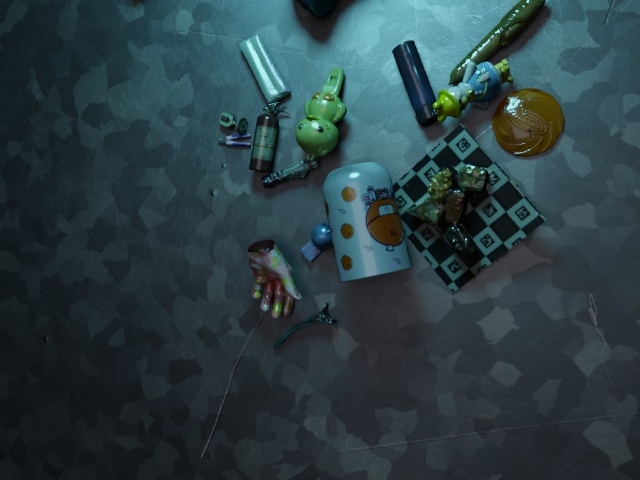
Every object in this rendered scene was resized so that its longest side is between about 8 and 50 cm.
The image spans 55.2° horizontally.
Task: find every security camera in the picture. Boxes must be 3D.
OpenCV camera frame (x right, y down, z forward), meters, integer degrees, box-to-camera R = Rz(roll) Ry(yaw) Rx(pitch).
[{"bbox_3d":[-0.283,-0.376,1.951,0.092,0.058,0.058,20,96,23],"label":"security camera"}]

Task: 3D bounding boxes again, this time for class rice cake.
[{"bbox_3d":[-0.175,-0.539,1.920,0.080,0.042,0.222,-29,83,15],"label":"rice cake"}]

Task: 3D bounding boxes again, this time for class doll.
[{"bbox_3d":[0.419,-0.417,1.713,0.241,0.135,0.099,-34,68,-3],"label":"doll"}]

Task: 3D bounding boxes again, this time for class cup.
[{"bbox_3d":[0.125,-0.053,1.759,0.212,0.212,0.317,-14,86,15],"label":"cup"}]

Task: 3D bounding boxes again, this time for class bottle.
[{"bbox_3d":[0.279,-0.454,1.782,0.082,0.072,0.244,-26,82,50],"label":"bottle"}]

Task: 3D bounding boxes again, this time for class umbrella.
[{"bbox_3d":[-0.092,-0.207,1.903,0.188,0.046,0.050,-19,104,12],"label":"umbrella"}]

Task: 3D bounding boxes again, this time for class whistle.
[{"bbox_3d":[0.003,-0.382,1.827,0.141,0.141,0.294,11,93,15],"label":"whistle"},{"bbox_3d":[0.000,0.000,1.858,0.158,0.090,0.090,-43,80,11],"label":"whistle"}]

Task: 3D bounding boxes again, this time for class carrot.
[{"bbox_3d":[0.492,-0.562,1.726,0.342,0.070,0.070,-44,80,13],"label":"carrot"}]

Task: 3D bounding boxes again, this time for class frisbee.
[{"bbox_3d":[0.581,-0.334,1.719,0.192,0.035,0.192,0,90,15],"label":"frisbee"}]

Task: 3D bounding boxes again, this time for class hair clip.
[{"bbox_3d":[-0.059,0.274,1.908,0.229,0.039,0.070,-30,83,19],"label":"hair clip"}]

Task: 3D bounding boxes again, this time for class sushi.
[{"bbox_3d":[0.375,-0.080,1.717,0.343,0.064,0.359,-43,80,29],"label":"sushi"}]

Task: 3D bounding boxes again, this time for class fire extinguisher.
[{"bbox_3d":[-0.157,-0.326,1.910,0.099,0.071,0.231,11,93,-11],"label":"fire extinguisher"}]

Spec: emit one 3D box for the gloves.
[{"bbox_3d":[-0.140,0.123,1.887,0.145,0.126,0.241,-14,116,10],"label":"gloves"}]

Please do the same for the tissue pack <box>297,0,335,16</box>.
[{"bbox_3d":[0.011,-0.825,1.783,0.287,0.198,0.206,-44,82,14],"label":"tissue pack"}]

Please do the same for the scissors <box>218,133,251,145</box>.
[{"bbox_3d":[-0.276,-0.322,1.966,0.113,0.012,0.039,2,91,16],"label":"scissors"}]

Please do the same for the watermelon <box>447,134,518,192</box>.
[{"bbox_3d":[0.440,-0.197,1.751,0.245,0.063,0.119,40,90,16],"label":"watermelon"}]
